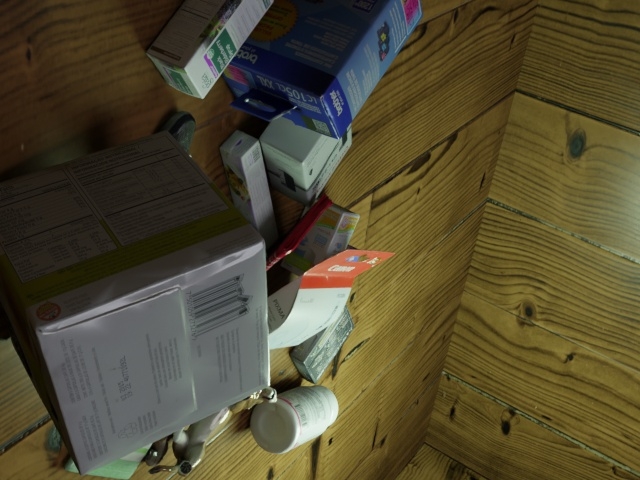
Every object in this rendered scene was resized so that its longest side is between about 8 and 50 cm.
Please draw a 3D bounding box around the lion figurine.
[{"bbox_3d":[-0.270,0.444,2.058,0.392,0.142,0.240,-41,169,-22],"label":"lion figurine"}]

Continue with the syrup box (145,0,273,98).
[{"bbox_3d":[-0.192,-0.378,1.476,0.237,0.096,0.093,-58,155,-15],"label":"syrup box"}]

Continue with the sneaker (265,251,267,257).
[{"bbox_3d":[-0.210,0.007,1.777,0.281,0.115,0.105,-5,118,-61],"label":"sneaker"}]

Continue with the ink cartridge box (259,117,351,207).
[{"bbox_3d":[-0.026,-0.219,1.852,0.197,0.114,0.273,-57,169,-14],"label":"ink cartridge box"}]

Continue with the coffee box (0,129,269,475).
[{"bbox_3d":[-0.308,0.086,1.312,0.338,0.334,0.338,-23,137,-26],"label":"coffee box"}]

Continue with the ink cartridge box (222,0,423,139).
[{"bbox_3d":[-0.015,-0.373,1.615,0.396,0.270,0.151,-57,152,-15],"label":"ink cartridge box"}]

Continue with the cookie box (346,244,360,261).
[{"bbox_3d":[0.041,0.028,2.290,0.091,0.107,0.040,-13,125,-59],"label":"cookie box"}]

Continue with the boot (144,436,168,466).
[{"bbox_3d":[-0.381,0.482,1.991,0.118,0.042,0.087,-56,160,-15],"label":"boot"}]

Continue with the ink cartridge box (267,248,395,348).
[{"bbox_3d":[-0.004,0.154,2.114,0.385,0.091,0.308,-32,164,22],"label":"ink cartridge box"}]

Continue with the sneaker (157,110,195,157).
[{"bbox_3d":[-0.262,-0.121,1.546,0.228,0.130,0.087,-65,157,-3],"label":"sneaker"}]

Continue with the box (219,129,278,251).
[{"bbox_3d":[-0.154,-0.100,1.846,0.067,0.063,0.324,-49,151,-28],"label":"box"}]

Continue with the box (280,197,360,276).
[{"bbox_3d":[0.000,0.000,2.175,0.103,0.114,0.203,6,110,-62],"label":"box"}]

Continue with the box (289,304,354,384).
[{"bbox_3d":[0.008,0.303,2.544,0.231,0.056,0.183,-55,153,-19],"label":"box"}]

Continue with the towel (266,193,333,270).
[{"bbox_3d":[-0.081,0.010,1.961,0.199,0.031,0.275,-50,-176,-32],"label":"towel"}]

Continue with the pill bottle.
[{"bbox_3d":[-0.070,0.520,2.475,0.283,0.160,0.160,-3,116,-61],"label":"pill bottle"}]

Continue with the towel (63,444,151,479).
[{"bbox_3d":[-0.405,0.371,1.842,0.325,0.038,0.248,-58,153,-8],"label":"towel"}]
